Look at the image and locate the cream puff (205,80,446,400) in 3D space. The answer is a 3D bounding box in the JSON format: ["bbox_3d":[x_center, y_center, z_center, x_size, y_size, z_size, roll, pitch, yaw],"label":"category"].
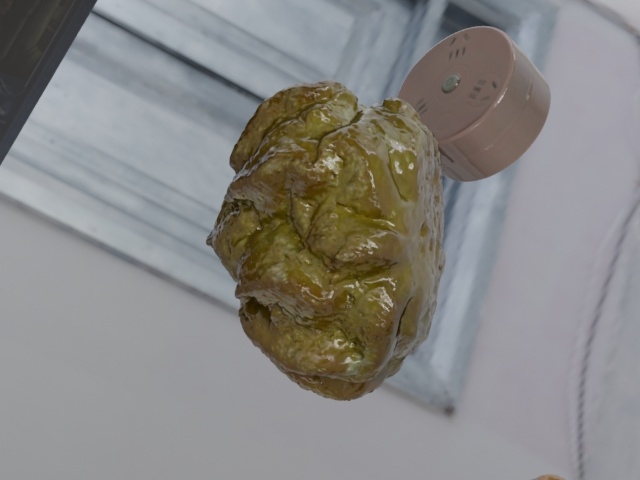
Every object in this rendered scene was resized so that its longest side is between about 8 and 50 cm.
[{"bbox_3d":[0.016,-0.004,1.083,0.244,0.196,0.244,-55,165,-22],"label":"cream puff"}]

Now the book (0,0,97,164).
[{"bbox_3d":[-0.276,-0.189,1.179,0.269,0.025,0.191,-58,155,6],"label":"book"}]

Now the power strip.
[{"bbox_3d":[0.152,-0.138,1.410,0.154,0.078,0.154,-26,-136,27],"label":"power strip"}]

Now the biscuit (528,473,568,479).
[{"bbox_3d":[0.208,0.298,0.943,0.202,0.288,0.044,-13,166,-48],"label":"biscuit"}]
